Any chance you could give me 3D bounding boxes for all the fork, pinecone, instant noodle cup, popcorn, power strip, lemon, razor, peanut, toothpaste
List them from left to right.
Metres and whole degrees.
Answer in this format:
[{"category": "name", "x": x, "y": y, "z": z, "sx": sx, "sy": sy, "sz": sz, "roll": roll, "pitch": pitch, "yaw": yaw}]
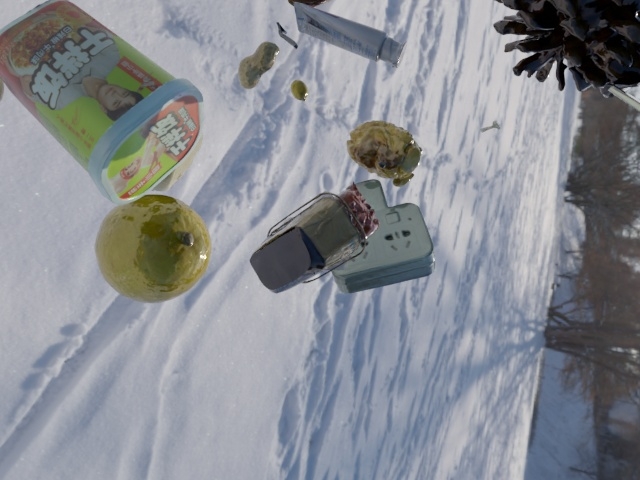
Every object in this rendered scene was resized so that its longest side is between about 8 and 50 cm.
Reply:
[{"category": "instant noodle cup", "x": -0.432, "y": -0.277, "z": 0.863, "sx": 0.294, "sy": 0.307, "sz": 0.294, "roll": -49, "pitch": 179, "yaw": -1}, {"category": "lemon", "x": -0.488, "y": 0.022, "z": 1.301, "sx": 0.348, "sy": 0.347, "sz": 0.349, "roll": -17, "pitch": 110, "yaw": -59}, {"category": "peanut", "x": -0.295, "y": -0.812, "z": 2.017, "sx": 0.123, "sy": 0.256, "sz": 0.124, "roll": 33, "pitch": 36, "yaw": -27}, {"category": "razor", "x": -0.136, "y": -0.829, "z": 1.796, "sx": 0.033, "sy": 0.190, "sz": 0.066, "roll": -40, "pitch": 141, "yaw": 12}, {"category": "lemon", "x": -0.102, "y": -0.734, "z": 2.145, "sx": 0.111, "sy": 0.082, "sz": 0.082, "roll": 59, "pitch": 34, "yaw": 2}, {"category": "toothpaste", "x": 0.072, "y": -0.529, "z": 1.128, "sx": 0.114, "sy": 0.299, "sz": 0.073, "roll": 66, "pitch": 48, "yaw": -80}, {"category": "power strip", "x": 0.132, "y": -0.006, "z": 1.047, "sx": 0.141, "sy": 0.229, "sz": 0.261, "roll": 69, "pitch": 9, "yaw": -49}, {"category": "popcorn", "x": 0.170, "y": -0.222, "z": 1.084, "sx": 0.163, "sy": 0.194, "sz": 0.141, "roll": 20, "pitch": 97, "yaw": -42}, {"category": "fork", "x": 0.627, "y": -0.417, "z": 1.617, "sx": 0.028, "sy": 0.034, "sz": 0.219, "roll": -48, "pitch": -177, "yaw": 11}, {"category": "pinecone", "x": 0.514, "y": -0.461, "z": 0.817, "sx": 0.397, "sy": 0.397, "sz": 0.399, "roll": -17, "pitch": 110, "yaw": -59}]

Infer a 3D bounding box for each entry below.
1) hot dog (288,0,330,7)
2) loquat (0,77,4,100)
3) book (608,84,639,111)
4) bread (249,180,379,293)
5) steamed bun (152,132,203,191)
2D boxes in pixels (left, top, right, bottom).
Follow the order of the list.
[{"category": "hot dog", "x": -0.030, "y": -0.893, "z": 1.497, "sx": 0.175, "sy": 0.114, "sz": 0.259, "roll": 63, "pitch": 38, "yaw": -31}, {"category": "loquat", "x": -0.882, "y": -0.408, "z": 1.092, "sx": 0.149, "sy": 0.204, "sz": 0.172, "roll": -42, "pitch": 137, "yaw": -47}, {"category": "book", "x": 0.542, "y": -0.223, "z": 0.736, "sx": 0.181, "sy": 0.127, "sz": 0.014, "roll": -29, "pitch": 156, "yaw": -52}, {"category": "bread", "x": 0.000, "y": 0.000, "z": 0.776, "sx": 0.211, "sy": 0.224, "sz": 0.143, "roll": -33, "pitch": 92, "yaw": -45}, {"category": "steamed bun", "x": -0.560, "y": -0.296, "z": 1.431, "sx": 0.273, "sy": 0.290, "sz": 0.273, "roll": -121, "pitch": -130, "yaw": -75}]
